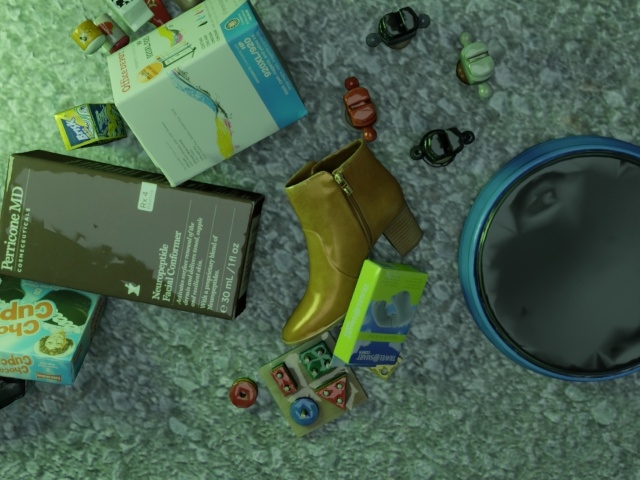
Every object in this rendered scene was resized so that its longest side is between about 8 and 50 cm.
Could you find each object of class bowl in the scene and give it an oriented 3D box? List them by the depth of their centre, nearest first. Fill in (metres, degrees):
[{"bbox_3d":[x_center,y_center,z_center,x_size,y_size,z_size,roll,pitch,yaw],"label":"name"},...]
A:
[{"bbox_3d":[0.413,0.033,1.592,0.391,0.077,0.391,0,97,2],"label":"bowl"}]

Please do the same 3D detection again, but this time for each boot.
[{"bbox_3d":[0.001,0.000,1.566,0.295,0.104,0.211,-42,116,-4],"label":"boot"}]

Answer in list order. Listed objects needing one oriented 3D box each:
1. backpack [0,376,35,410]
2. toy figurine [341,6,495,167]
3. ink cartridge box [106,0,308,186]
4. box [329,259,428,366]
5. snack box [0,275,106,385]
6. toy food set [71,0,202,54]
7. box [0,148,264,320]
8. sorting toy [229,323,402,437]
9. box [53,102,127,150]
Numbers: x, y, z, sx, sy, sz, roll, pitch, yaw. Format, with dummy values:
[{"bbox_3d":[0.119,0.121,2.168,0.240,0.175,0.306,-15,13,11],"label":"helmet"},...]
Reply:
[{"bbox_3d":[-0.546,0.214,1.639,0.182,0.115,0.152,-17,110,7],"label":"backpack"},{"bbox_3d":[0.148,-0.229,1.545,0.213,0.148,0.210,22,92,2],"label":"toy figurine"},{"bbox_3d":[-0.169,-0.229,1.512,0.232,0.171,0.168,-29,127,5],"label":"ink cartridge box"},{"bbox_3d":[0.089,0.121,1.574,0.109,0.042,0.178,8,106,-41],"label":"box"},{"bbox_3d":[-0.513,0.121,1.590,0.321,0.187,0.060,7,126,1],"label":"snack box"},{"bbox_3d":[-0.255,-0.342,1.556,0.232,0.111,0.104,-44,96,-9],"label":"toy food set"},{"bbox_3d":[-0.292,-0.013,1.590,0.381,0.143,0.191,10,97,3],"label":"box"},{"bbox_3d":[-0.005,0.230,1.651,0.274,0.046,0.132,-29,95,5],"label":"sorting toy"},{"bbox_3d":[-0.345,-0.173,1.555,0.054,0.169,0.059,-18,96,5],"label":"box"}]
